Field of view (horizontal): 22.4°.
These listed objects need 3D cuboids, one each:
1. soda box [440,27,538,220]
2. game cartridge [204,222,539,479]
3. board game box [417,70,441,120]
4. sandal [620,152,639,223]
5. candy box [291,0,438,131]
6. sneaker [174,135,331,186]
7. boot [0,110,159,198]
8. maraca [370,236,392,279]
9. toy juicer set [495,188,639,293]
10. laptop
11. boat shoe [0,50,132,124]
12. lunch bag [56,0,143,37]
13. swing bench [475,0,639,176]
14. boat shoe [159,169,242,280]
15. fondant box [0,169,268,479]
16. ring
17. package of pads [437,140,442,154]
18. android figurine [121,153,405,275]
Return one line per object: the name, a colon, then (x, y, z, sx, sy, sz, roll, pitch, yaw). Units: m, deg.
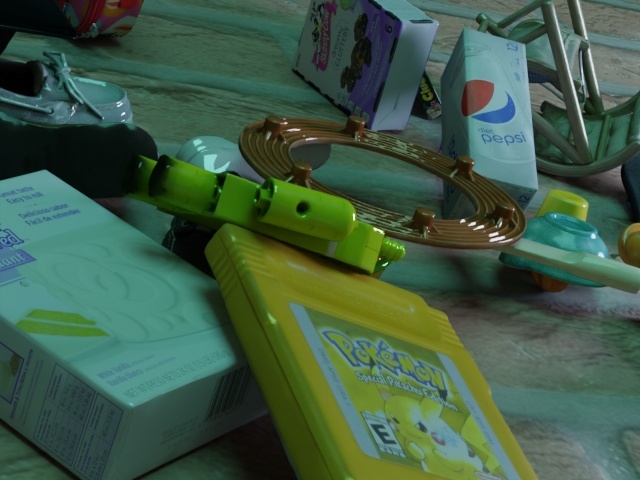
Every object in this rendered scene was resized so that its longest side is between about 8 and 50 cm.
soda box: (0.212, -0.141, 2.063, 0.091, 0.098, 0.286, 14, 45, -11)
game cartridge: (0.059, 0.136, 1.421, 0.285, 0.052, 0.323, 21, 30, -38)
board game box: (0.122, -0.287, 2.366, 0.136, 0.030, 0.259, 58, 8, -28)
sandal: (0.457, -0.051, 2.215, 0.097, 0.054, 0.254, 12, 35, 2)
candy box: (0.058, -0.266, 2.220, 0.070, 0.165, 0.196, -6, 34, -37)
sneaker: (-0.065, -0.076, 1.887, 0.212, 0.080, 0.094, -10, 51, -37)
boot: (-0.334, -0.085, 1.714, 0.305, 0.112, 0.115, 4, -1, -20)
maraca: (0.000, 0.000, 1.738, 0.127, 0.099, 0.186, -8, 25, -32)
toy juicer set: (0.314, 0.032, 1.887, 0.209, 0.089, 0.329, 22, 17, 16)
laptop: (-0.435, -0.241, 1.847, 0.234, 0.264, 0.136, 6, 64, -29)
boat shoe: (-0.362, -0.175, 1.826, 0.320, 0.103, 0.118, 7, 28, -22)
lunch bag: (-0.291, -0.422, 2.149, 0.120, 0.293, 0.258, -3, 33, -47)
swing bench: (0.340, -0.229, 2.311, 0.254, 0.165, 0.253, 56, 23, -11)
boat shoe: (-0.124, -0.011, 1.700, 0.080, 0.073, 0.223, 19, 25, 0)
fondant box: (-0.224, 0.068, 1.450, 0.330, 0.096, 0.238, 31, 27, 25)
ring: (0.073, -0.076, 1.795, 0.336, 0.032, 0.336, 16, 21, -6)
package of pads: (0.196, -0.106, 2.131, 0.083, 0.050, 0.032, 14, 26, -12)
android figurine: (-0.049, -0.024, 1.561, 0.273, 0.056, 0.248, 18, -5, -22)
